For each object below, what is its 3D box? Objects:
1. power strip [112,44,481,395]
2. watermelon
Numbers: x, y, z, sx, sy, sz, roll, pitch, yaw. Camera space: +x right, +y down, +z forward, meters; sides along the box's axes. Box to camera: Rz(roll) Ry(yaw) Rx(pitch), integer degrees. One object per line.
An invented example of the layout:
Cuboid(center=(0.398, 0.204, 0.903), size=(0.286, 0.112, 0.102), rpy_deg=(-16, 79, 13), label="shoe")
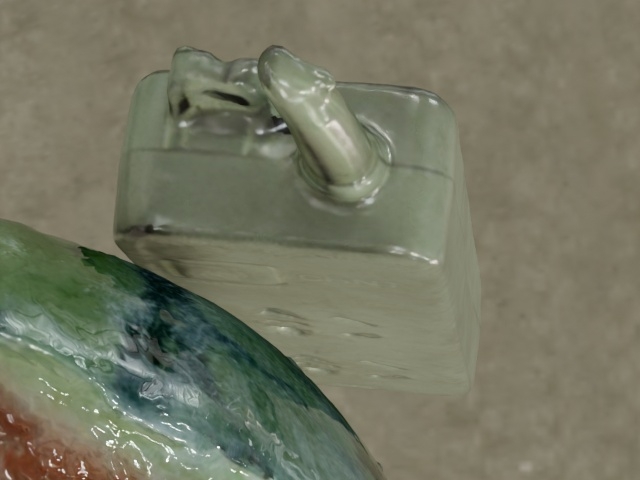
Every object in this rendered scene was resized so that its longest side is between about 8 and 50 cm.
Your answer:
Cuboid(center=(0.000, 0.000, 0.565), size=(0.288, 0.093, 0.053), rpy_deg=(61, 35, -75), label="power strip")
Cuboid(center=(-0.042, 0.086, 0.405), size=(0.187, 0.071, 0.139), rpy_deg=(40, 84, -28), label="watermelon")
